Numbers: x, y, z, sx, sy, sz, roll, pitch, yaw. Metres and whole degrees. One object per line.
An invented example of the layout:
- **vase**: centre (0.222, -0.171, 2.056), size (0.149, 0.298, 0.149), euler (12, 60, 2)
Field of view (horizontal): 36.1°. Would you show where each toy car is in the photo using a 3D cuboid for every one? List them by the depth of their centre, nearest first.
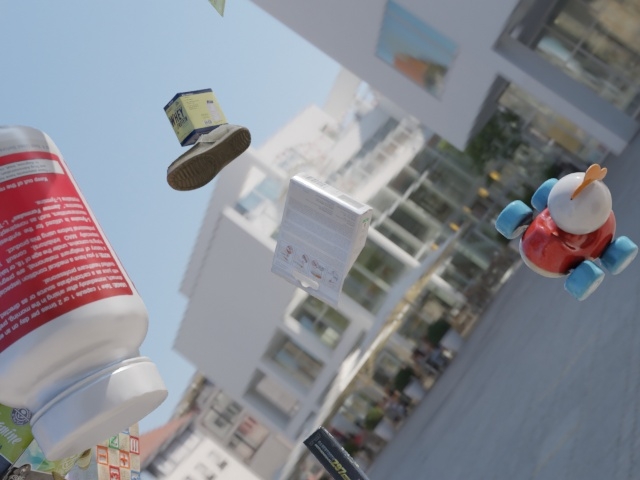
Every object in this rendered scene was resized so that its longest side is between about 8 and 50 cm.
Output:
- **toy car**: centre (0.483, -0.058, 1.811), size (0.210, 0.219, 0.238), euler (-29, -28, -30)

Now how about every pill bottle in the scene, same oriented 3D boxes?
- **pill bottle**: centre (-0.372, 0.070, 1.297), size (0.229, 0.408, 0.229), euler (-30, -14, -8)

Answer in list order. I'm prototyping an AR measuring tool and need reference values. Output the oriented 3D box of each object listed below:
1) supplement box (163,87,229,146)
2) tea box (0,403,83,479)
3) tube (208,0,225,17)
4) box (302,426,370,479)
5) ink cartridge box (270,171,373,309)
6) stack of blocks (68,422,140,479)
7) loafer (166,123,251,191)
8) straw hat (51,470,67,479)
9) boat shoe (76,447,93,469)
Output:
- **supplement box**: centre (-0.227, -0.226, 1.797), size (0.083, 0.083, 0.056), euler (-18, -12, -44)
- **tea box**: centre (-0.558, 0.255, 1.673), size (0.324, 0.329, 0.220), euler (-53, -18, -8)
- **tube**: centre (-0.259, -0.584, 2.125), size (0.062, 0.240, 0.070), euler (-40, -36, 2)
- **box**: centre (0.043, 0.526, 2.320), size (0.059, 0.183, 0.233), euler (-41, -10, -5)
- **ink cartridge box**: centre (0.000, 0.000, 1.969), size (0.056, 0.181, 0.225), euler (-27, -42, -48)
- **stack of blocks**: centre (-0.505, 0.563, 2.303), size (0.087, 0.297, 0.171), euler (-17, -25, 20)
- **loafer**: centre (-0.171, -0.125, 1.467), size (0.148, 0.050, 0.056), euler (-34, -51, -20)
- **straw hat**: centre (-0.410, 0.447, 1.599), size (0.061, 0.144, 0.144), euler (-46, -10, -12)
- **boat shoe**: centre (-0.449, 0.359, 1.843), size (0.056, 0.153, 0.048), euler (-9, -51, -12)
